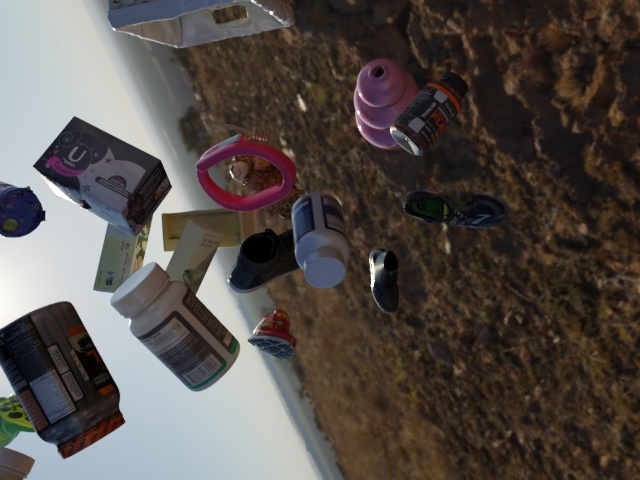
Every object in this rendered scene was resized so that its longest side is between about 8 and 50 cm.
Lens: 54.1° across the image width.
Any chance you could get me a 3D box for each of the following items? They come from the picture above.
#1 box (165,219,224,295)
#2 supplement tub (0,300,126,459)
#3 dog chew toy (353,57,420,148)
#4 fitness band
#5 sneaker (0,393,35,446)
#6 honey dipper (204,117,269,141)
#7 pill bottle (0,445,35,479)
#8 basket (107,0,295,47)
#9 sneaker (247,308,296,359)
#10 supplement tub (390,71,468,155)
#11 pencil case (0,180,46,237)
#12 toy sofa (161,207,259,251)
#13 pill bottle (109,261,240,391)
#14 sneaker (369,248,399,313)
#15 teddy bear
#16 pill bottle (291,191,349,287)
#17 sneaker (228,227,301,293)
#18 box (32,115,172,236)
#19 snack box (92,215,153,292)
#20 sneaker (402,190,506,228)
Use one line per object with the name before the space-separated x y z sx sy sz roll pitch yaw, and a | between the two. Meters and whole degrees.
box | -0.456 0.072 2.207 0.094 0.275 0.113 31 -170 30
supplement tub | -0.581 0.311 1.407 0.316 0.193 0.193 61 170 2
dog chew toy | 0.184 -0.386 1.730 0.207 0.206 0.332 60 -175 19
fitness band | -0.196 -0.166 1.616 0.209 0.290 0.054 44 -133 -31
sneaker | -0.824 0.481 1.662 0.109 0.295 0.124 -43 -57 -59
honey dipper | -0.205 -0.274 1.532 0.030 0.160 0.031 -168 90 -88
pill bottle | -0.723 0.575 1.362 0.131 0.131 0.229 79 -156 -55
basket | -0.266 -0.602 1.392 0.331 0.328 0.267 -29 -68 -74
sneaker | -0.122 0.236 1.647 0.107 0.118 0.279 32 166 -14
supplement tub | 0.262 -0.303 1.477 0.106 0.198 0.106 40 174 5
pencil case | -0.807 -0.098 1.549 0.306 0.133 0.119 17 162 37
toy sofa | -0.399 -0.043 2.341 0.177 0.362 0.150 -6 -88 -67
pill bottle | -0.416 0.246 1.806 0.361 0.204 0.204 51 174 -19
sneaker | 0.219 0.137 2.055 0.118 0.083 0.222 -177 72 -76
teddy bear | -0.142 -0.148 1.778 0.338 0.113 0.245 49 169 4
pill bottle | 0.000 0.000 1.084 0.169 0.094 0.094 -98 -7 -50
sneaker | -0.089 0.016 1.536 0.105 0.295 0.147 50 150 15
box | -0.503 -0.148 1.462 0.247 0.163 0.142 27 159 11
snack box | -0.753 0.044 2.393 0.060 0.187 0.322 26 -110 -56
sneaker | 0.240 -0.051 1.142 0.078 0.188 0.067 -41 -44 -62
